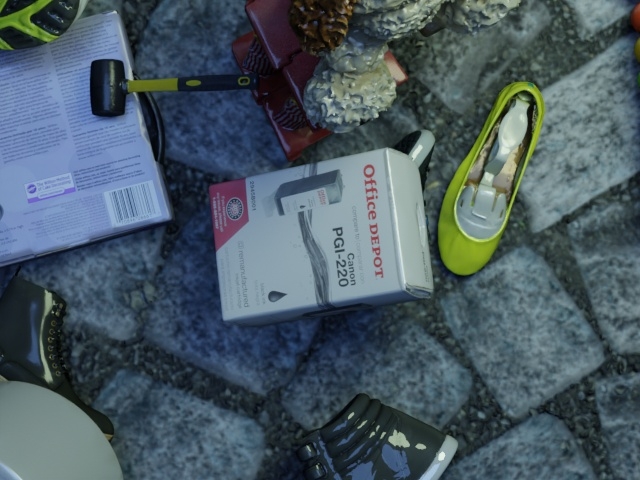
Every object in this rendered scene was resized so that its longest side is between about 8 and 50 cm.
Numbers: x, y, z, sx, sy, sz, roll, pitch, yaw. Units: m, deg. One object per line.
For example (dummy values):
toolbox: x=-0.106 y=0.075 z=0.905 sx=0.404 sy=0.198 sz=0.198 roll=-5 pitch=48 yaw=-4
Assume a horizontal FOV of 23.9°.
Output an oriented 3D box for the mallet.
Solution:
mallet: x=-0.159 y=-0.157 z=1.623 sx=0.190 sy=0.039 sz=0.062 roll=6 pitch=89 yaw=13

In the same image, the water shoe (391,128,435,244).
water shoe: x=0.090 y=-0.025 z=1.701 sx=0.080 sy=0.073 sz=0.203 roll=26 pitch=94 yaw=-18

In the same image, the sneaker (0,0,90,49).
sneaker: x=-0.420 y=-0.273 z=1.668 sx=0.385 sy=0.147 sz=0.145 roll=5 pitch=114 yaw=16

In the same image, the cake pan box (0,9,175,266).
cake pan box: x=-0.308 y=-0.107 z=1.687 sx=0.267 sy=0.070 sz=0.245 roll=-16 pitch=89 yaw=-2

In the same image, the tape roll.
tape roll: x=-0.347 y=0.289 z=1.583 sx=0.246 sy=0.169 sz=0.246 roll=4 pitch=107 yaw=15

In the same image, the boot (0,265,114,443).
boot: x=-0.293 y=0.130 z=1.681 sx=0.198 sy=0.077 sz=0.137 roll=30 pitch=83 yaw=-1

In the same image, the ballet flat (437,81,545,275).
ballet flat: x=0.191 y=-0.072 z=1.691 sx=0.077 sy=0.077 sz=0.231 roll=22 pitch=88 yaw=-1

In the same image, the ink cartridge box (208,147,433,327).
ink cartridge box: x=0.000 y=0.000 z=1.632 sx=0.218 sy=0.092 sz=0.158 roll=-11 pitch=79 yaw=21

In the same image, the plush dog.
plush dog: x=0.058 y=-0.254 z=1.423 sx=0.262 sy=0.225 sz=0.210 roll=-38 pitch=90 yaw=-7

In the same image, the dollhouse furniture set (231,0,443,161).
dollhouse furniture set: x=0.098 y=-0.252 z=1.643 sx=0.374 sy=0.201 sz=0.152 roll=-30 pitch=89 yaw=-8

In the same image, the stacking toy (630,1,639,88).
stacking toy: x=0.407 y=-0.196 z=1.678 sx=0.141 sy=0.141 sz=0.330 roll=-11 pitch=84 yaw=-1

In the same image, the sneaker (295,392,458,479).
sneaker: x=0.008 y=0.298 z=1.668 sx=0.147 sy=0.104 sz=0.295 roll=37 pitch=82 yaw=2
